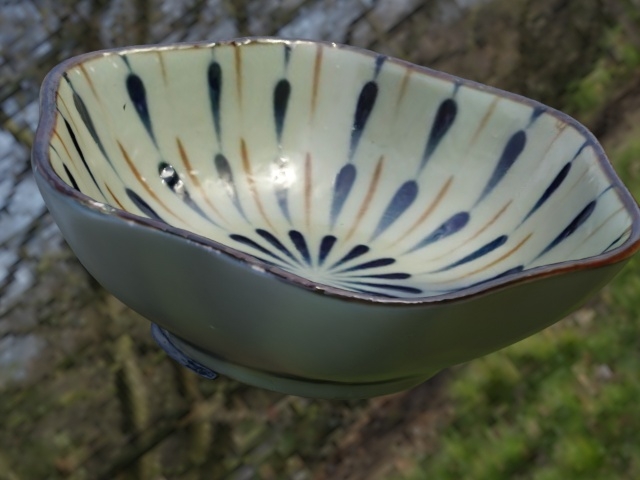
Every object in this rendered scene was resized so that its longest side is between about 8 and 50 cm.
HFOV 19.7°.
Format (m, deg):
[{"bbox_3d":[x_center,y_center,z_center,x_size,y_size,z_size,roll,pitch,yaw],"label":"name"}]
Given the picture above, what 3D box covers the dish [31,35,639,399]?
[{"bbox_3d":[0.000,0.000,0.556,0.191,0.191,0.066,-37,-38,-57],"label":"dish"}]
